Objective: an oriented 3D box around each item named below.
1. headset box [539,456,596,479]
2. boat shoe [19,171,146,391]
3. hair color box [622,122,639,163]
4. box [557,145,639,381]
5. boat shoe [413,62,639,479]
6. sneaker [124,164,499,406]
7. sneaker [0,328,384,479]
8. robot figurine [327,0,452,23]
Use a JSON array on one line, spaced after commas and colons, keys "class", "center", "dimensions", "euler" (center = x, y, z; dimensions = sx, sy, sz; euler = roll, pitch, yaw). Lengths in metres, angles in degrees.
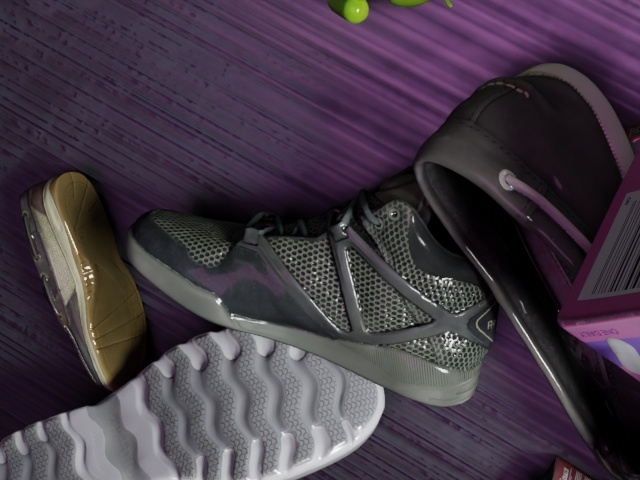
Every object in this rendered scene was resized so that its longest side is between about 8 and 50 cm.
[{"class": "headset box", "center": [0.158, 0.179, 0.632], "dimensions": [0.083, 0.032, 0.062], "euler": [32, 116, 6]}, {"class": "boat shoe", "center": [-0.161, 0.030, 0.691], "dimensions": [0.049, 0.056, 0.152], "euler": [-8, 99, 32]}, {"class": "hair color box", "center": [0.235, -0.050, 0.518], "dimensions": [0.141, 0.043, 0.072], "euler": [-22, 100, 25]}, {"class": "box", "center": [0.263, 0.041, 0.404], "dimensions": [0.243, 0.117, 0.213], "euler": [34, 161, -13]}, {"class": "boat shoe", "center": [0.155, 0.071, 0.538], "dimensions": [0.335, 0.095, 0.112], "euler": [60, 152, -4]}, {"class": "sneaker", "center": [0.000, 0.000, 0.601], "dimensions": [0.228, 0.087, 0.130], "euler": [20, 112, 10]}, {"class": "sneaker", "center": [-0.088, 0.137, 0.685], "dimensions": [0.281, 0.115, 0.105], "euler": [-18, 62, 12]}, {"class": "robot figurine", "center": [0.027, -0.167, 0.541], "dimensions": [0.115, 0.067, 0.101], "euler": [27, 103, 10]}]
